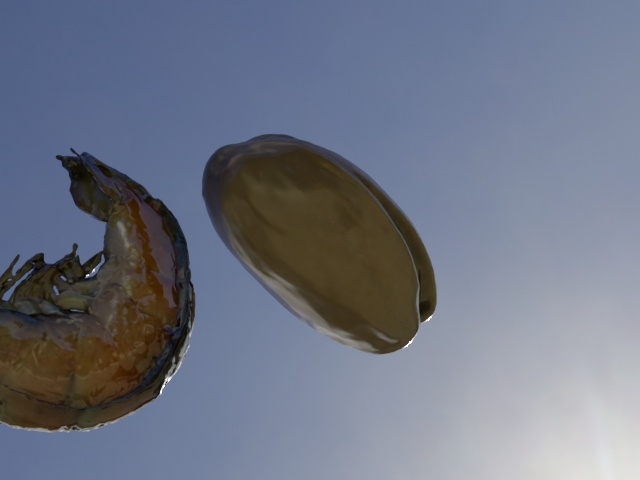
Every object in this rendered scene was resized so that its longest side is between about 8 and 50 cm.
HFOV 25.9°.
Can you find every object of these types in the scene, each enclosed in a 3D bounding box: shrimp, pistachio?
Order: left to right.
[{"bbox_3d":[-0.215,0.006,0.889,0.054,0.290,0.222,107,-178,-49],"label":"shrimp"},{"bbox_3d":[0.000,0.000,1.136,0.226,0.136,0.136,41,-102,-4],"label":"pistachio"}]
